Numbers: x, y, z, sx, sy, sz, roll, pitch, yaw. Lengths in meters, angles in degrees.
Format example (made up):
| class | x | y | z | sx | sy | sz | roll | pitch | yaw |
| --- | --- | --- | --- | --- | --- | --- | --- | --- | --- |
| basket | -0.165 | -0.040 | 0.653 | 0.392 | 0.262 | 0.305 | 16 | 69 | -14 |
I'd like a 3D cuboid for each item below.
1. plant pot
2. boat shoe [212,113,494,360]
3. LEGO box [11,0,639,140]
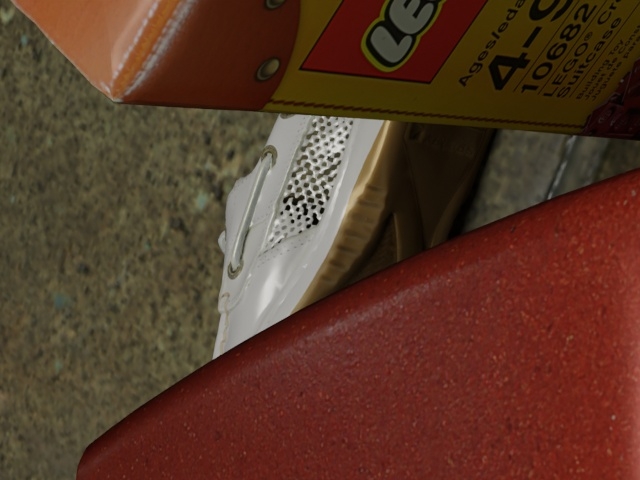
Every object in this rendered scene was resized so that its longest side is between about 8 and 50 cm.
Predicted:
| class | x | y | z | sx | sy | sz | roll | pitch | yaw |
| --- | --- | --- | --- | --- | --- | --- | --- | --- | --- |
| plant pot | 0.064 | 0.152 | 0.541 | 0.235 | 0.267 | 0.267 | -11 | 71 | 35 |
| boat shoe | 0.000 | 0.000 | 0.792 | 0.096 | 0.098 | 0.277 | 26 | 94 | 41 |
| LEGO box | 0.127 | -0.285 | 0.514 | 0.193 | 0.372 | 0.500 | 46 | 117 | 27 |
